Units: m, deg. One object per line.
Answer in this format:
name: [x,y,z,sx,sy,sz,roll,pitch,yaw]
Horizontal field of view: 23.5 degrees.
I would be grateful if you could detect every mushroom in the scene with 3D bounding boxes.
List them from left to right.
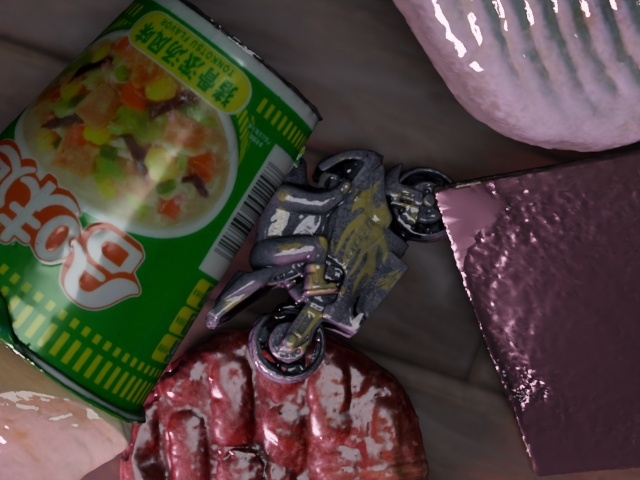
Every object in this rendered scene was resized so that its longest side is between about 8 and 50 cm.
mushroom: [-0.246,0.086,1.044,0.247,0.108,0.096,39,68,-1]

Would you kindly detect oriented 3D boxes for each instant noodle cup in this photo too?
instant noodle cup: [-0.122,-0.032,0.991,0.207,0.207,0.232,39,88,-9]

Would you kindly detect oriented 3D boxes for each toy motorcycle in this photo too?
toy motorcycle: [0.000,0.000,1.054,0.124,0.061,0.193,45,78,2]

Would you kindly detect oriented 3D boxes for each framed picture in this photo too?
framed picture: [0.258,0.043,1.017,0.324,0.013,0.244,-10,116,26]

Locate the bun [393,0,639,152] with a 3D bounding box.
bun: [0.191,-0.233,0.963,0.354,0.194,0.354,-3,118,-6]

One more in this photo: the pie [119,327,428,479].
pie: [-0.031,0.161,1.097,0.219,0.054,0.204,12,99,-4]
